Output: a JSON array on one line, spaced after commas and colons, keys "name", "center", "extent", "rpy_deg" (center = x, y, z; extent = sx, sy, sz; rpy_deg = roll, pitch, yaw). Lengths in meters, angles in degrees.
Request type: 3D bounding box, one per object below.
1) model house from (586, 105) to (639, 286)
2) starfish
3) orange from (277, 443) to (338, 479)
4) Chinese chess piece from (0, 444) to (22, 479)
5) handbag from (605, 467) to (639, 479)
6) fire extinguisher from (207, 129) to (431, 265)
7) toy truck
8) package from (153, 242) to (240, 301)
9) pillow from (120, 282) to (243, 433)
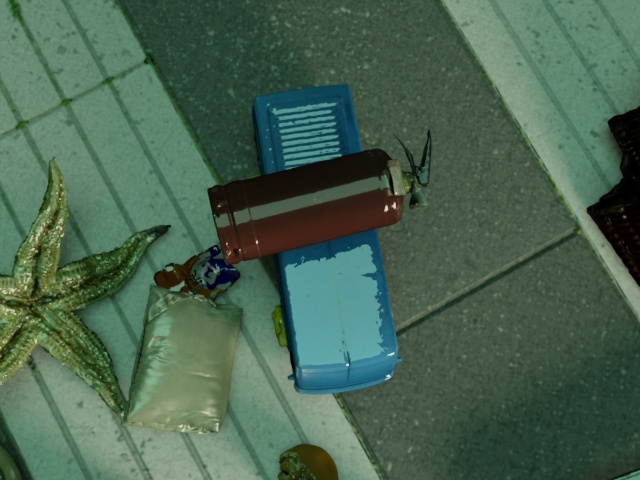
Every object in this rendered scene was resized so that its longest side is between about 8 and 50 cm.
[{"name": "model house", "center": [0.460, -0.078, 1.268], "extent": [0.282, 0.297, 0.317], "rpy_deg": [-34, 85, 37]}, {"name": "starfish", "center": [-0.365, 0.068, 1.254], "extent": [0.358, 0.078, 0.347], "rpy_deg": [19, 80, -30]}, {"name": "orange", "center": [-0.016, 0.301, 1.273], "extent": [0.086, 0.062, 0.086], "rpy_deg": [1, 80, -4]}, {"name": "Chinese chess piece", "center": [-0.466, 0.328, 1.251], "extent": [0.188, 0.083, 0.188], "rpy_deg": [0, 81, -3]}, {"name": "handbag", "center": [0.431, 0.388, 1.217], "extent": [0.326, 0.089, 0.238], "rpy_deg": [-20, 66, -1]}, {"name": "fire extinguisher", "center": [0.009, -0.052, 1.160], "extent": [0.269, 0.105, 0.105], "rpy_deg": [-14, 79, -4]}, {"name": "toy truck", "center": [0.000, 0.000, 1.282], "extent": [0.161, 0.162, 0.385], "rpy_deg": [-8, 79, -4]}, {"name": "package", "center": [-0.164, 0.052, 1.335], "extent": [0.110, 0.033, 0.077], "rpy_deg": [-34, 98, 13]}, {"name": "pillow", "center": [-0.176, 0.159, 1.284], "extent": [0.134, 0.078, 0.181], "rpy_deg": [15, 78, -20]}]
